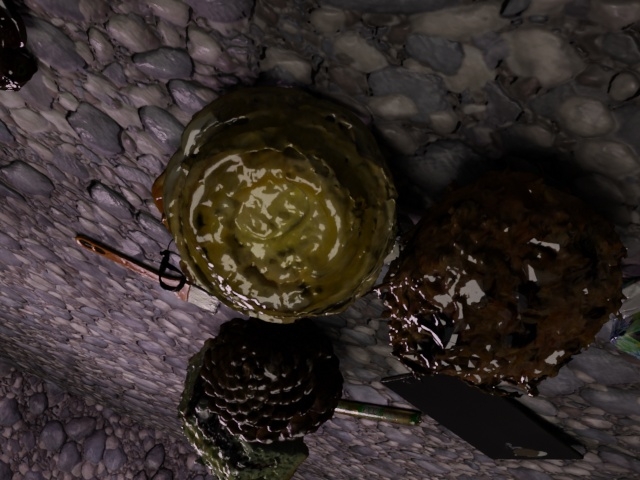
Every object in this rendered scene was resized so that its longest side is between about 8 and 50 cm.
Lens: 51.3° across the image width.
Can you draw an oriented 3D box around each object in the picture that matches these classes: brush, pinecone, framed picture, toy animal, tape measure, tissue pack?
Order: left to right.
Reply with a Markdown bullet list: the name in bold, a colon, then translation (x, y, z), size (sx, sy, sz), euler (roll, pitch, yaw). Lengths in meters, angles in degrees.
- **toy animal**: translation (-0.426, -0.254, 0.795), size (0.219, 0.116, 0.179), euler (-24, 161, 20)
- **brush**: translation (-0.341, 0.062, 1.312), size (0.315, 0.017, 0.090), euler (25, 149, -2)
- **tape measure**: translation (-0.188, 0.041, 1.011), size (0.107, 0.179, 0.104), euler (38, 132, -22)
- **pinecone**: translation (-0.074, 0.258, 1.219), size (0.247, 0.246, 0.292), euler (8, 158, 27)
- **framed picture**: translation (0.303, 0.341, 1.283), size (0.324, 0.013, 0.244), euler (36, 150, -16)
- **tissue pack**: translation (0.368, 0.069, 0.723), size (0.079, 0.085, 0.111), euler (29, 152, -6)

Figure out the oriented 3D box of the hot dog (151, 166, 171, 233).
- **hot dog**: translation (-0.152, -0.076, 0.878), size (0.249, 0.076, 0.102), euler (-30, 82, 51)

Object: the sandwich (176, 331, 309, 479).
- **sandwich**: translation (-0.153, 0.358, 1.365), size (0.262, 0.325, 0.131), euler (37, 110, -19)

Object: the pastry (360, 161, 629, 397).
- **pastry**: translation (0.187, 0.041, 0.719), size (0.275, 0.192, 0.274), euler (-10, 128, -13)

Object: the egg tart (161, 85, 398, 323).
- **egg tart**: translation (-0.049, -0.028, 0.729), size (0.279, 0.095, 0.278), euler (3, 108, 9)

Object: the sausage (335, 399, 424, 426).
- **sausage**: translation (0.115, 0.385, 1.491), size (0.269, 0.032, 0.033), euler (-2, 142, 39)

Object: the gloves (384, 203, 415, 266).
- **gloves**: translation (0.055, -0.025, 0.810), size (0.153, 0.070, 0.114), euler (32, 148, 0)
